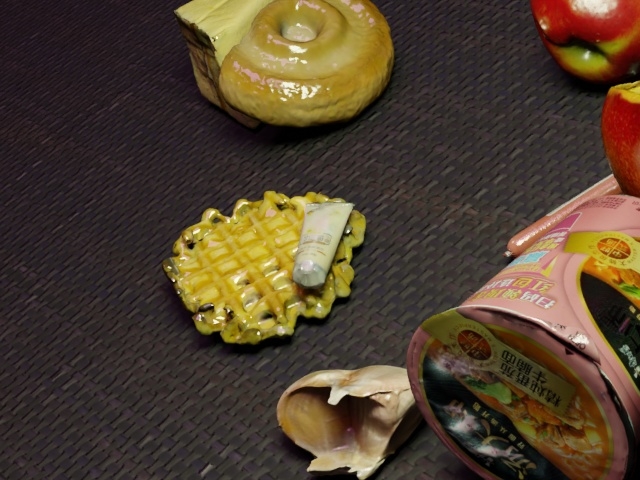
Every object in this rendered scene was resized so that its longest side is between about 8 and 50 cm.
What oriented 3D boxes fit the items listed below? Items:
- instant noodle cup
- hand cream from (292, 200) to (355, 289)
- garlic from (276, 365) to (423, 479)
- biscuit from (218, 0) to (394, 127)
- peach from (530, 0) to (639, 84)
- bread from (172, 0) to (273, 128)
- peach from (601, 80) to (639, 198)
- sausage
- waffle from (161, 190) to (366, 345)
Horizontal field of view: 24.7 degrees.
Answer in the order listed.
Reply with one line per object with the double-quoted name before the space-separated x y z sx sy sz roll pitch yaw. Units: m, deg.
"instant noodle cup" 0.245 0.086 1.386 0.244 0.244 0.255 8 39 40
"hand cream" 0.000 0.000 1.726 0.061 0.039 0.143 -3 41 16
"garlic" 0.029 0.173 1.509 0.174 0.099 0.124 0 27 34
"biscuit" -0.003 -0.265 2.049 0.213 0.091 0.274 19 48 11
"peach" 0.373 -0.309 1.841 0.196 0.190 0.226 -1 47 46
"bread" -0.061 -0.310 2.149 0.264 0.168 0.163 -33 36 -12
"peach" 0.417 -0.091 1.462 0.274 0.248 0.245 -6 66 -34
"sausage" 0.301 -0.040 1.668 0.223 0.029 0.029 -31 34 -8
"waffle" -0.077 0.027 1.797 0.280 0.060 0.262 0 39 27
